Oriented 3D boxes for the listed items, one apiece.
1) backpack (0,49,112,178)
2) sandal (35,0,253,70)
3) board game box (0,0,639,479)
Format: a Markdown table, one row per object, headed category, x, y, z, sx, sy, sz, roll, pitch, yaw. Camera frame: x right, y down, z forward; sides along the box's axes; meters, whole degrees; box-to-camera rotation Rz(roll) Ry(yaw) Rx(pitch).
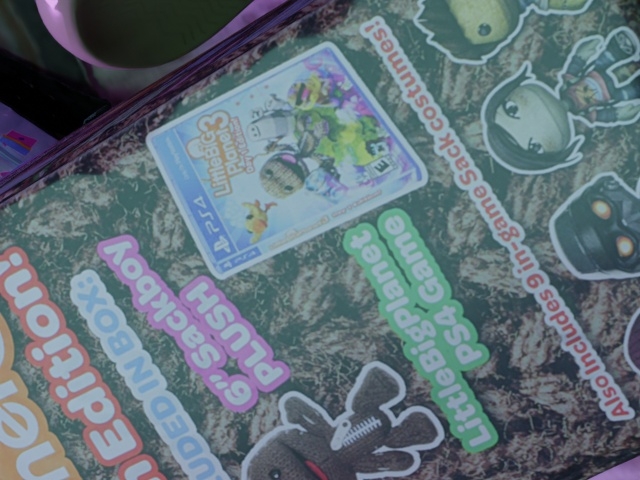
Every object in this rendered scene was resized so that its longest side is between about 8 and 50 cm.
| category | x | y | z | sx | sy | sz | roll | pitch | yaw |
| --- | --- | --- | --- | --- | --- | --- | --- | --- | --- |
| backpack | -0.176 | -0.017 | 0.759 | 0.182 | 0.115 | 0.152 | 35 | 131 | 13 |
| sandal | 0.023 | -0.147 | 0.532 | 0.303 | 0.120 | 0.086 | -46 | 53 | 30 |
| board game box | 0.000 | 0.000 | 0.536 | 0.291 | 0.232 | 0.141 | -29 | 99 | 22 |
